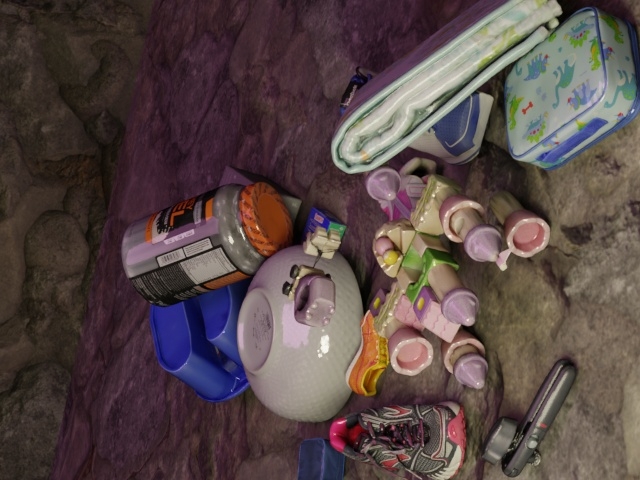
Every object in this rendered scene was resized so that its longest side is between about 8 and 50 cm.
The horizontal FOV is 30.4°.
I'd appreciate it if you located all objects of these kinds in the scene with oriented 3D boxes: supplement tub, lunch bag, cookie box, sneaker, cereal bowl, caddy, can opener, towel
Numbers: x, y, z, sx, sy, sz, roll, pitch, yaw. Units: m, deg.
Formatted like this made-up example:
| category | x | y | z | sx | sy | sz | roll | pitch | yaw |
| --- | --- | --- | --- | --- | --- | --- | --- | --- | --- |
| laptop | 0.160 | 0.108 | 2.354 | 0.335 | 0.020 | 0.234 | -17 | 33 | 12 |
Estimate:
| category | x | y | z | sx | sy | sz | roll | pitch | yaw |
| --- | --- | --- | --- | --- | --- | --- | --- | --- | --- |
| supplement tub | -0.226 | 0.003 | 2.371 | 0.316 | 0.193 | 0.193 | -20 | 56 | 24 |
| lunch bag | 0.355 | -0.208 | 1.671 | 0.219 | 0.090 | 0.176 | -40 | 43 | 50 |
| cookie box | 0.000 | 0.000 | 2.315 | 0.092 | 0.040 | 0.107 | 43 | 117 | 58 |
| sneaker | 0.137 | -0.214 | 1.994 | 0.315 | 0.182 | 0.127 | 20 | 98 | 63 |
| sneaker | 0.167 | -0.049 | 1.949 | 0.111 | 0.103 | 0.252 | -59 | 32 | 34 |
| cereal bowl | -0.062 | 0.171 | 2.205 | 0.339 | 0.141 | 0.338 | -17 | 71 | 60 |
| sneaker | 0.099 | 0.186 | 2.039 | 0.067 | 0.064 | 0.175 | 23 | 104 | 43 |
| lunch bag | 0.005 | 0.404 | 2.097 | 0.067 | 0.065 | 0.098 | -12 | 66 | 44 |
| sneaker | 0.125 | 0.316 | 1.853 | 0.299 | 0.112 | 0.120 | -24 | 57 | 57 |
| caddy | -0.219 | 0.185 | 2.516 | 0.241 | 0.179 | 0.341 | -39 | 39 | 15 |
| can opener | 0.296 | 0.246 | 1.617 | 0.186 | 0.073 | 0.059 | -57 | 23 | 16 |
| towel | 0.185 | -0.253 | 1.735 | 0.374 | 0.090 | 0.320 | -34 | 8 | 17 |

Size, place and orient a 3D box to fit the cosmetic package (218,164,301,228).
| category | x | y | z | sx | sy | sz | roll | pitch | yaw |
| --- | --- | --- | --- | --- | --- | --- | --- | --- | --- |
| cosmetic package | -0.143 | -0.071 | 2.557 | 0.238 | 0.107 | 0.127 | 33 | 105 | 63 |

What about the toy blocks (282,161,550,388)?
| category | x | y | z | sx | sy | sz | roll | pitch | yaw |
| --- | --- | --- | --- | --- | --- | --- | --- | --- | --- |
| toy blocks | 0.153 | 0.065 | 1.692 | 0.260 | 0.309 | 0.288 | -114 | 44 | -59 |
